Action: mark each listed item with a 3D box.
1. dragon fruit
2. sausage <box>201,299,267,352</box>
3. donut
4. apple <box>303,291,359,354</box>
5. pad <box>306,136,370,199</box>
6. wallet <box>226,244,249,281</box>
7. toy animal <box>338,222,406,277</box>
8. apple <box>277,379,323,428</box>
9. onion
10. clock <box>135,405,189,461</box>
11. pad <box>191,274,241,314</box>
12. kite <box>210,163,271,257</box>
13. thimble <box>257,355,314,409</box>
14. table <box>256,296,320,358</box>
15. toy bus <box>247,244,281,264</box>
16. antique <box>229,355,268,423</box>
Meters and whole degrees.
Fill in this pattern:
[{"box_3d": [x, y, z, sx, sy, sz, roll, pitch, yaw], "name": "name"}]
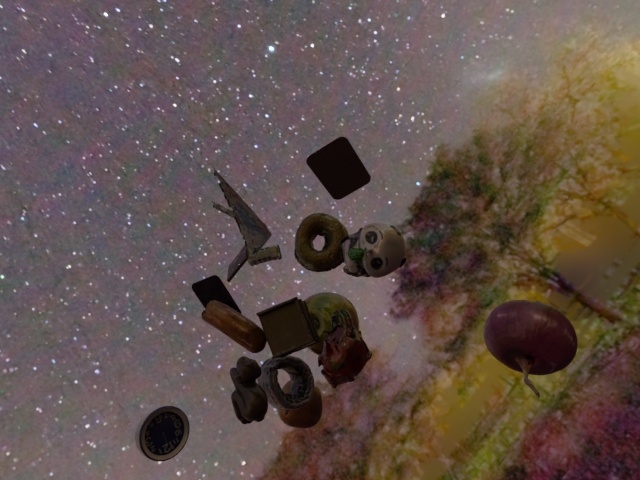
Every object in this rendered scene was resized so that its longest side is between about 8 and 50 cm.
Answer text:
[{"box_3d": [0.070, 0.407, 1.579, 0.200, 0.269, 0.198, -33, -34, 8], "name": "dragon fruit"}, {"box_3d": [-0.319, 0.323, 1.570, 0.109, 0.270, 0.109, -57, -8, -13], "name": "sausage"}, {"box_3d": [0.000, 0.000, 1.816, 0.272, 0.272, 0.107, -46, -17, -10], "name": "donut"}, {"box_3d": [0.033, 0.434, 2.167, 0.339, 0.339, 0.340, -36, -32, -27], "name": "apple"}, {"box_3d": [0.074, -0.269, 1.597, 0.176, 0.002, 0.266, -29, -44, 12], "name": "pad"}, {"box_3d": [-0.353, 0.096, 1.797, 0.026, 0.095, 0.176, 22, -53, -27], "name": "wallet"}, {"box_3d": [0.200, 0.043, 1.627, 0.212, 0.213, 0.266, -37, 7, -26], "name": "toy animal"}, {"box_3d": [-0.109, 0.886, 2.284, 0.264, 0.264, 0.265, -36, -32, -27], "name": "apple"}, {"box_3d": [0.864, 0.421, 1.751, 0.344, 0.358, 0.359, -24, -39, -36], "name": "onion"}, {"box_3d": [-0.724, 0.880, 1.908, 0.083, 0.231, 0.230, -17, 0, 43], "name": "clock"}, {"box_3d": [-0.537, 0.311, 2.155, 0.181, 0.267, 0.004, -22, 17, 18], "name": "pad"}, {"box_3d": [-0.276, -0.081, 1.426, 0.014, 0.368, 0.406, -39, -47, -27], "name": "kite"}, {"box_3d": [-0.158, 0.630, 1.851, 0.157, 0.245, 0.217, -30, 17, 48], "name": "thimble"}, {"box_3d": [-0.107, 0.313, 1.496, 0.172, 0.169, 0.193, -23, -15, -2], "name": "table"}, {"box_3d": [-0.317, 0.082, 2.303, 0.193, 0.087, 0.089, -15, -8, 1], "name": "toy bus"}, {"box_3d": [-0.284, 0.596, 1.674, 0.121, 0.257, 0.143, 7, -28, -38], "name": "antique"}]
